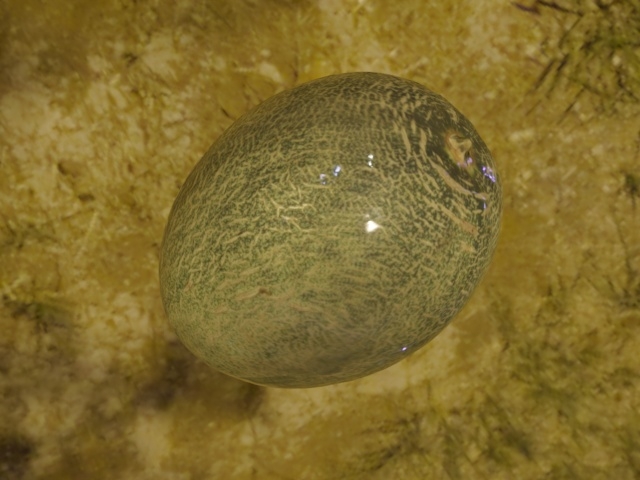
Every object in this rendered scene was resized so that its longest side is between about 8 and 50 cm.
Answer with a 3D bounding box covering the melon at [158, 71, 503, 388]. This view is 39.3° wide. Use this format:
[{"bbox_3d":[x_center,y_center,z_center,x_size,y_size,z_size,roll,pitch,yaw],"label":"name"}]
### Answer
[{"bbox_3d":[0.000,0.000,0.763,0.249,0.248,0.329,10,143,-45],"label":"melon"}]
